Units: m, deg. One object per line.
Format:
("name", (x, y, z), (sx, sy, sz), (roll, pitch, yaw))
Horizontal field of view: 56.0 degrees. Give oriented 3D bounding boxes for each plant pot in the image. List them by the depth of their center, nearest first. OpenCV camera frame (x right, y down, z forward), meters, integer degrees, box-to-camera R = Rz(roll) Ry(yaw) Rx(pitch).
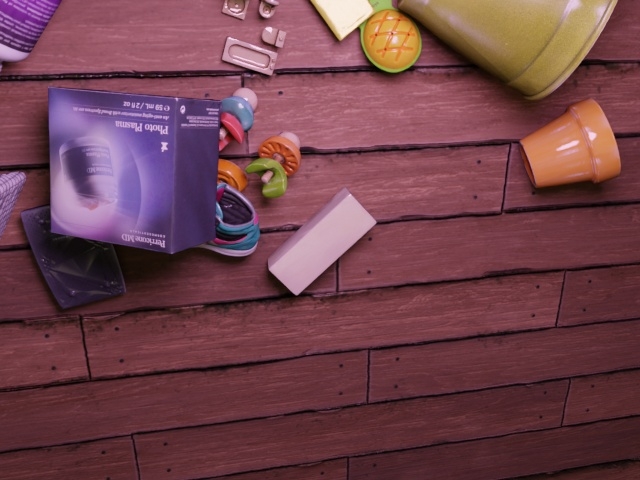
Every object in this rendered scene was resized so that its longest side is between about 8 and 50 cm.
("plant pot", (0.360, -0.525, 1.238), (0.352, 0.366, 0.367), (20, 107, -7))
("plant pot", (0.603, -0.220, 1.488), (0.187, 0.205, 0.205), (-20, 116, 14))

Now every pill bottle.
("pill bottle", (-0.589, -0.467, 1.120), (0.181, 0.181, 0.323), (33, 102, -22))

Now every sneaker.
("sneaker", (-0.271, -0.051, 1.356), (0.295, 0.124, 0.178), (5, 143, -18))

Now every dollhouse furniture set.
("dollhouse furniture set", (-0.143, -0.436, 1.261), (0.143, 0.123, 0.151), (14, 109, -17))

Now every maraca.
("maraca", (0.145, -0.460, 1.333), (0.127, 0.099, 0.186), (-33, 89, 0))

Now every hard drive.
("hard drive", (-0.566, 0.023, 1.399), (0.171, 0.054, 0.255), (-15, 114, -6))

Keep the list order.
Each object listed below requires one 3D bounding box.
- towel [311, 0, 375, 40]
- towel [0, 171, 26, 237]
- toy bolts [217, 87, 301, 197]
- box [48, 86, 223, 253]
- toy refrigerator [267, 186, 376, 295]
("towel", (0.009, -0.552, 1.278), (0.102, 0.021, 0.237), (-37, 102, 8))
("towel", (-0.749, -0.024, 1.243), (0.121, 0.235, 0.284), (26, 104, -15))
("toy bolts", (-0.172, -0.225, 1.367), (0.218, 0.159, 0.229), (-6, 134, 34))
("box", (-0.371, -0.147, 1.214), (0.296, 0.182, 0.294), (8, 103, 18))
("toy refrigerator", (0.000, 0.000, 1.494), (0.269, 0.094, 0.102), (-43, 107, 7))
